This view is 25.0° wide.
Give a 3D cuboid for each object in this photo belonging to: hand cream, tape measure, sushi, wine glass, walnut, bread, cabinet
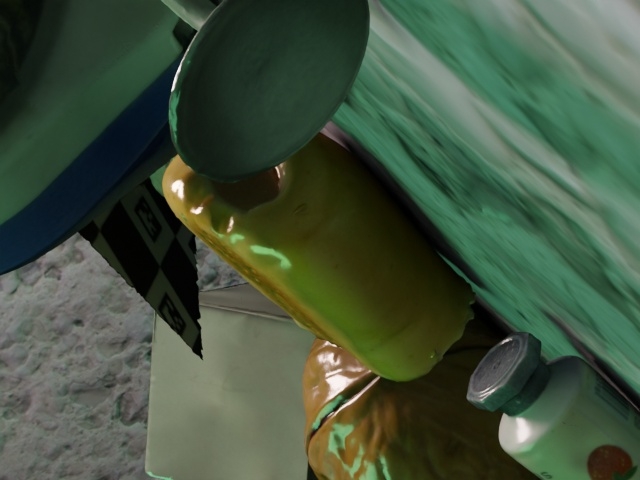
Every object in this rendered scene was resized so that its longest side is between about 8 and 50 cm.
[{"bbox_3d":[0.187,0.146,0.730,0.276,0.059,0.095,40,180,-12],"label":"hand cream"},{"bbox_3d":[-0.216,-0.111,0.746,0.259,0.262,0.138,42,167,22],"label":"tape measure"},{"bbox_3d":[-0.139,-0.104,1.033,0.292,0.059,0.294,51,-160,-43],"label":"sushi"},{"bbox_3d":[-0.075,-0.104,0.472,0.195,0.079,0.079,41,176,31],"label":"wine glass"},{"bbox_3d":[0.070,0.121,0.958,0.167,0.167,0.207,42,175,33],"label":"walnut"},{"bbox_3d":[0.001,-0.001,0.813,0.134,0.085,0.173,29,169,44],"label":"bread"},{"bbox_3d":[-0.027,0.117,1.196,0.150,0.145,0.206,7,-173,26],"label":"cabinet"}]

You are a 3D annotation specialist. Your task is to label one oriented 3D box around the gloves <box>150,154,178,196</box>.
[{"bbox_3d":[-0.073,-0.069,0.909,0.110,0.094,0.144,61,175,-39],"label":"gloves"}]
